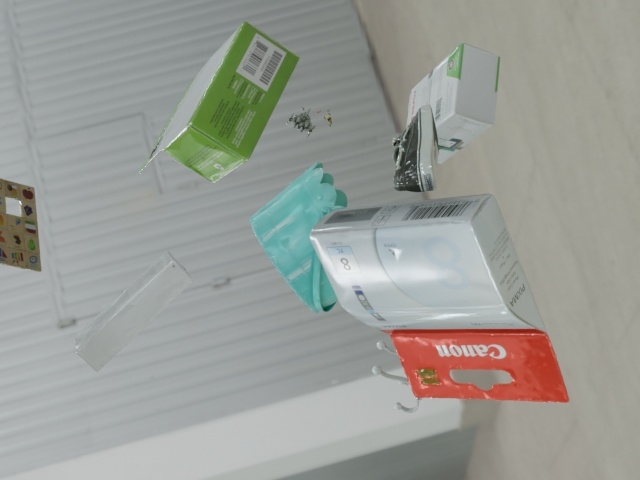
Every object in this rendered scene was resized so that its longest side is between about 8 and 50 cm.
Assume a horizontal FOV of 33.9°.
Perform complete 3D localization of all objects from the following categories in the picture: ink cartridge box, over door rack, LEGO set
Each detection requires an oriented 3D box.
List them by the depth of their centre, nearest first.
[{"bbox_3d":[-0.155,-0.181,1.541,0.255,0.097,0.188,-26,36,61],"label":"ink cartridge box"},{"bbox_3d":[0.186,0.119,1.650,0.091,0.308,0.384,-44,-62,-43],"label":"ink cartridge box"},{"bbox_3d":[-0.020,-0.212,1.846,0.054,0.083,0.023,63,177,-4],"label":"LEGO set"},{"bbox_3d":[0.261,-0.269,2.103,0.219,0.093,0.160,142,139,-63],"label":"ink cartridge box"},{"bbox_3d":[0.179,0.204,2.456,0.239,0.108,0.324,-71,-26,-62],"label":"over door rack"}]

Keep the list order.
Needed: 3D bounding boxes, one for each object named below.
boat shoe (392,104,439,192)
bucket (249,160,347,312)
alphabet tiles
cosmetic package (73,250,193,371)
[{"bbox_3d":[0.145,-0.147,1.639,0.219,0.070,0.077,-78,-23,-57],"label":"boat shoe"},{"bbox_3d":[0.000,0.000,2.108,0.281,0.183,0.281,54,-174,-8],"label":"bucket"},{"bbox_3d":[-0.677,-0.046,2.154,0.237,0.009,0.198,17,-124,-50],"label":"alphabet tiles"},{"bbox_3d":[-0.342,0.128,1.920,0.060,0.239,0.099,48,176,-16],"label":"cosmetic package"}]
